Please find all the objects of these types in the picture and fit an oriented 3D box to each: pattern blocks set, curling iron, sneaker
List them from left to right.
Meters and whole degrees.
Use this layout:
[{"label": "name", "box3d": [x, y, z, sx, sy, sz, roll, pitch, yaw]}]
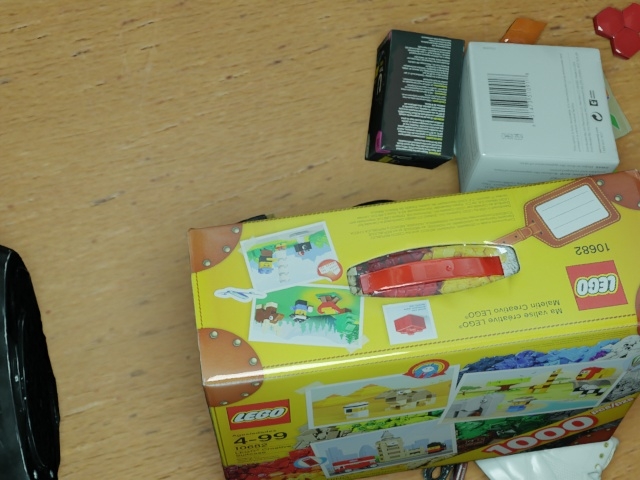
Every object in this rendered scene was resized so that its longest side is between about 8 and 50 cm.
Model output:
[{"label": "curling iron", "box3d": [0.146, 0.398, 1.439, 0.068, 0.035, 0.273, 11, 87, 6]}, {"label": "pattern blocks set", "box3d": [0.337, -0.180, 1.499, 0.325, 0.026, 0.285, -14, 88, -7]}, {"label": "sneaker", "box3d": [0.361, 0.345, 1.428, 0.169, 0.108, 0.292, -42, 90, -4]}]

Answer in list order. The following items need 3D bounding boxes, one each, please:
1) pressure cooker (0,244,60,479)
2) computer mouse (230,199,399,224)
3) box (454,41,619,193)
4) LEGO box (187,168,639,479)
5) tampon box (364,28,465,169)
[{"label": "pressure cooker", "box3d": [-0.529, 0.198, 1.207, 0.421, 0.375, 0.369, -9, 90, -7]}, {"label": "computer mouse", "box3d": [0.000, 0.000, 1.414, 0.262, 0.184, 0.060, -24, 122, -42]}, {"label": "box", "box3d": [0.274, -0.150, 1.388, 0.182, 0.119, 0.180, 2, 62, -6]}, {"label": "LEGO box", "box3d": [0.117, 0.123, 1.255, 0.501, 0.372, 0.193, -8, 59, -4]}, {"label": "tampon box", "box3d": [0.124, -0.186, 1.428, 0.102, 0.120, 0.160, 7, 85, -6]}]
